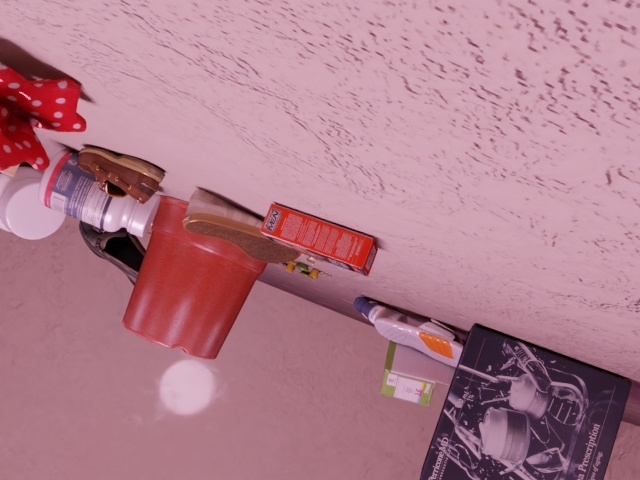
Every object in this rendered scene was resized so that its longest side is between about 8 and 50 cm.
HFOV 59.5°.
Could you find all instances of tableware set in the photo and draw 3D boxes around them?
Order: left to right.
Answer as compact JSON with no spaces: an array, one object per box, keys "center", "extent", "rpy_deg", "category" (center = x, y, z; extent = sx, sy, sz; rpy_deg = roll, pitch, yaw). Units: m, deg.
[{"center":[-0.044,0.076,1.378],"extent":[0.104,0.024,0.154],"rpy_deg":[26,171,-22],"category":"tableware set"}]

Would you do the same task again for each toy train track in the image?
[{"center":[-0.021,0.042,1.143],"extent":[0.048,0.014,0.083],"rpy_deg":[22,172,-2],"category":"toy train track"}]

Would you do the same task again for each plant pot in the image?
[{"center":[-0.259,0.084,1.146],"extent":[0.272,0.265,0.272],"rpy_deg":[21,171,4],"category":"plant pot"}]

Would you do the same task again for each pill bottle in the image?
[{"center":[-0.734,-0.113,1.334],"extent":[0.283,0.161,0.161],"rpy_deg":[25,175,35],"category":"pill bottle"},{"center":[-0.381,-0.077,0.979],"extent":[0.180,0.108,0.108],"rpy_deg":[23,171,-10],"category":"pill bottle"}]

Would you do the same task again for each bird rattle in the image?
[{"center":[-0.360,-0.156,0.552],"extent":[0.253,0.143,0.207],"rpy_deg":[11,-173,-18],"category":"bird rattle"}]

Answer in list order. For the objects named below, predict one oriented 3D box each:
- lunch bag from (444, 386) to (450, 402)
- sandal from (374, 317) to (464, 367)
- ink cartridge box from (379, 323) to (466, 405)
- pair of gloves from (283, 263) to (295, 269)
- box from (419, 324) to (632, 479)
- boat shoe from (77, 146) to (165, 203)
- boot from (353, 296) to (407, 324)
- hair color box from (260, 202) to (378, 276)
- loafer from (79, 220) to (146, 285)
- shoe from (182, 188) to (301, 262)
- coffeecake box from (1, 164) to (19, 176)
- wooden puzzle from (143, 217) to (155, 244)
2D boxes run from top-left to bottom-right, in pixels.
[{"center":[0.431,0.389,1.486],"extent":[0.090,0.219,0.176],"rpy_deg":[28,170,-33],"category":"lunch bag"},{"center":[0.267,0.232,1.409],"extent":[0.265,0.076,0.102],"rpy_deg":[20,144,22],"category":"sandal"},{"center":[0.297,0.332,1.454],"extent":[0.255,0.189,0.097],"rpy_deg":[13,125,9],"category":"ink cartridge box"},{"center":[-0.107,0.062,1.489],"extent":[0.083,0.010,0.074],"rpy_deg":[22,172,4],"category":"pair of gloves"},{"center":[0.405,0.391,1.149],"extent":[0.312,0.343,0.179],"rpy_deg":[18,172,17],"category":"box"},{"center":[-0.310,-0.097,0.836],"extent":[0.178,0.060,0.064],"rpy_deg":[16,170,33],"category":"boat shoe"},{"center":[0.169,0.203,1.551],"extent":[0.086,0.069,0.190],"rpy_deg":[33,178,40],"category":"boot"},{"center":[0.000,0.000,0.729],"extent":[0.141,0.043,0.072],"rpy_deg":[20,172,15],"category":"hair color box"},{"center":[-0.451,0.016,1.274],"extent":[0.267,0.096,0.084],"rpy_deg":[39,155,13],"category":"loafer"},{"center":[-0.115,-0.020,0.888],"extent":[0.076,0.058,0.219],"rpy_deg":[-28,143,37],"category":"shoe"},{"center":[-0.763,-0.212,1.212],"extent":[0.185,0.068,0.142],"rpy_deg":[17,170,30],"category":"coffeecake box"},{"center":[-0.423,-0.046,1.402],"extent":[0.322,0.081,0.348],"rpy_deg":[18,166,28],"category":"wooden puzzle"}]
